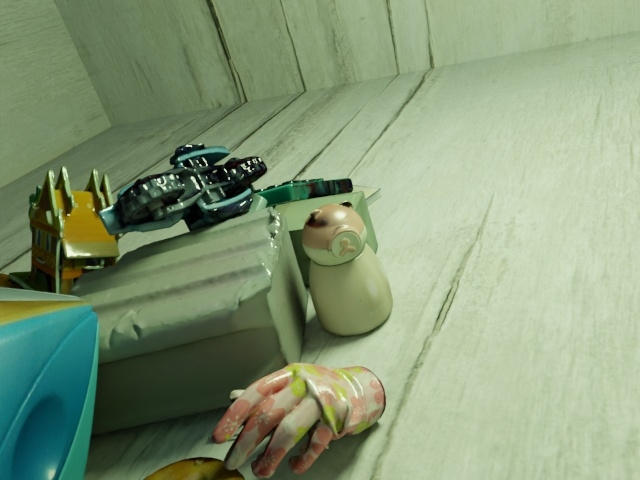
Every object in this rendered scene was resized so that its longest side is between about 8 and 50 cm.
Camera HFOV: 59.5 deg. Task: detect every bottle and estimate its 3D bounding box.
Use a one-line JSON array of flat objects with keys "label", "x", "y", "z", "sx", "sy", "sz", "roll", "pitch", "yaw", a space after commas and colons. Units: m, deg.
[{"label": "bottle", "x": 0.039, "y": 0.040, "z": 1.014, "sx": 0.147, "sy": 0.237, "sz": 0.148, "roll": -13, "pitch": 27, "yaw": 7}]

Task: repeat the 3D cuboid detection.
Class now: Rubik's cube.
[{"label": "Rubik's cube", "x": -0.507, "y": 0.233, "z": 0.683, "sx": 0.346, "sy": 0.352, "sz": 0.352, "roll": 5, "pitch": 2, "yaw": 3}]

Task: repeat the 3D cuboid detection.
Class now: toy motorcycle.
[{"label": "toy motorcycle", "x": -0.278, "y": -0.083, "z": 1.163, "sx": 0.232, "sy": 0.172, "sz": 0.416, "roll": -30, "pitch": 1, "yaw": 29}]

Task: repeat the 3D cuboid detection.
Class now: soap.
[{"label": "soap", "x": -0.254, "y": 0.143, "z": 1.020, "sx": 0.434, "sy": 0.213, "sz": 0.350, "roll": -15, "pitch": 26, "yaw": 6}]

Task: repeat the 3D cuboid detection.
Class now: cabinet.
[{"label": "cabinet", "x": 0.000, "y": 0.000, "z": 1.217, "sx": 0.205, "sy": 0.145, "sz": 0.150, "roll": -7, "pitch": 29, "yaw": 20}]

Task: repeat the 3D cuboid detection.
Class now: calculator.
[{"label": "calculator", "x": -0.080, "y": -0.112, "z": 1.430, "sx": 0.248, "sy": 0.058, "sz": 0.274, "roll": -11, "pitch": 0, "yaw": 39}]

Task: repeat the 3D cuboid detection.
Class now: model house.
[{"label": "model house", "x": -0.605, "y": -0.026, "z": 1.392, "sx": 0.242, "sy": 0.313, "sz": 0.357, "roll": 2, "pitch": 7, "yaw": -42}]

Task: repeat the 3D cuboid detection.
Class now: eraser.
[{"label": "eraser", "x": 0.079, "y": -0.117, "z": 1.525, "sx": 0.150, "sy": 0.023, "sz": 0.103, "roll": 12, "pitch": 39, "yaw": 45}]

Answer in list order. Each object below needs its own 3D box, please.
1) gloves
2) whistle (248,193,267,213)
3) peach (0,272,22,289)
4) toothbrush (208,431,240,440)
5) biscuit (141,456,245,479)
[{"label": "gloves", "x": -0.032, "y": 0.234, "z": 0.779, "sx": 0.241, "sy": 0.126, "sz": 0.145, "roll": 1, "pitch": 41, "yaw": -38}, {"label": "whistle", "x": -0.214, "y": 0.011, "z": 1.281, "sx": 0.186, "sy": 0.093, "sz": 0.274, "roll": 25, "pitch": 78, "yaw": 43}, {"label": "peach", "x": -0.835, "y": 0.150, "z": 1.453, "sx": 0.138, "sy": 0.138, "sz": 0.138, "roll": -14, "pitch": 27, "yaw": 7}, {"label": "toothbrush", "x": -0.096, "y": 0.293, "z": 0.867, "sx": 0.166, "sy": 0.011, "sz": 0.014, "roll": -12, "pitch": 22, "yaw": 12}, {"label": "biscuit", "x": -0.187, "y": 0.371, "z": 0.713, "sx": 0.220, "sy": 0.066, "sz": 0.220, "roll": -14, "pitch": 26, "yaw": 7}]
